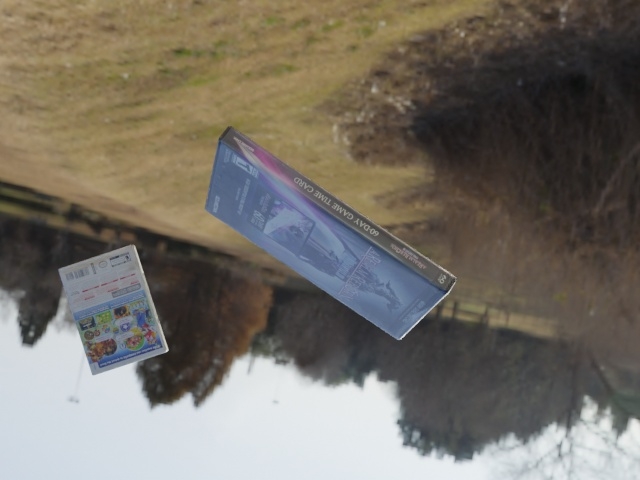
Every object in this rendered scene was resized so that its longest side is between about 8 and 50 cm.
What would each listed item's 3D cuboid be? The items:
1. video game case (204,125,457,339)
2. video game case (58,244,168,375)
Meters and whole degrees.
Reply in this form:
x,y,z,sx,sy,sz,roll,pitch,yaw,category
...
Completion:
x,y,z,sx,sy,sz,roll,pitch,yaw,category
0.000,0.000,1.083,0.274,0.026,0.196,35,158,3,video game case
-0.224,0.075,1.091,0.087,0.122,0.011,-18,178,3,video game case
